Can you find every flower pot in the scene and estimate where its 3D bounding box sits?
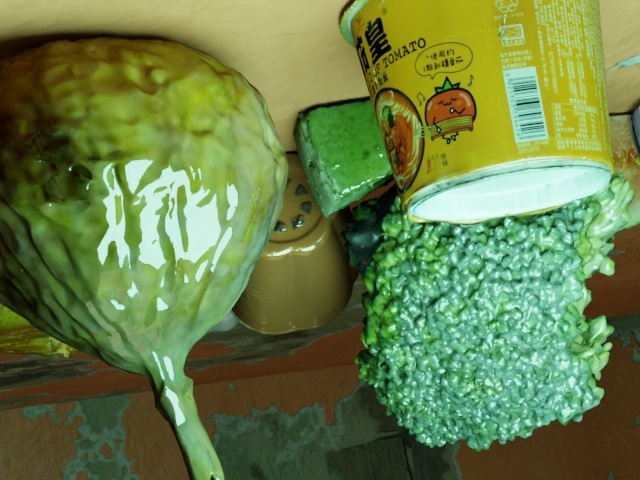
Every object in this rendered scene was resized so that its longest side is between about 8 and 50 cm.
[{"bbox_3d":[-0.042,-0.008,1.270,0.191,0.190,0.173,-9,154,-5],"label":"flower pot"}]

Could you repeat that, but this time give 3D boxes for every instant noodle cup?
[{"bbox_3d":[0.134,-0.114,0.878,0.216,0.172,0.216,-8,168,-2],"label":"instant noodle cup"}]

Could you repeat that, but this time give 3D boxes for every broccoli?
[{"bbox_3d":[0.175,0.052,1.166,0.277,0.317,0.338,8,160,26],"label":"broccoli"}]

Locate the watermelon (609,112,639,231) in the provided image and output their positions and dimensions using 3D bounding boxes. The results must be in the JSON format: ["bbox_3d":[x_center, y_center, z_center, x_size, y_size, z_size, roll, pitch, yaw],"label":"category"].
[{"bbox_3d":[0.334,-0.070,1.360,0.304,0.128,0.159,-6,167,-19],"label":"watermelon"}]

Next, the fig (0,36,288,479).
[{"bbox_3d":[-0.146,0.026,0.871,0.286,0.368,0.286,-15,160,-6],"label":"fig"}]

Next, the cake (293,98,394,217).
[{"bbox_3d":[0.098,-0.094,1.130,0.235,0.099,0.100,-10,170,-7],"label":"cake"}]

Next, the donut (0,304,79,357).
[{"bbox_3d":[-0.406,0.119,1.656,0.254,0.118,0.253,-12,169,-2],"label":"donut"}]

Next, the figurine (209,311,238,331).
[{"bbox_3d":[-0.144,0.085,1.751,0.229,0.111,0.137,-13,168,-40],"label":"figurine"}]

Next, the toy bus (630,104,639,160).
[{"bbox_3d":[0.459,-0.135,1.243,0.199,0.096,0.108,-13,164,1],"label":"toy bus"}]
